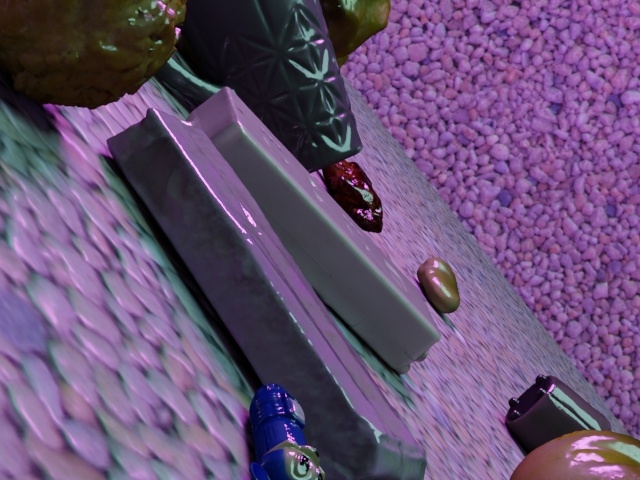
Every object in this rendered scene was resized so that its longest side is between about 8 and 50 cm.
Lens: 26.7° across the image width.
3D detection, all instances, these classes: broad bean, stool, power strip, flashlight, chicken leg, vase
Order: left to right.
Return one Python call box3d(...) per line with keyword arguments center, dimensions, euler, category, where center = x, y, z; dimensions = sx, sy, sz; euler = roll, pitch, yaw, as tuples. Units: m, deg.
box3d(center=(-0.071, -0.201, 1.283), dimensions=(0.251, 0.156, 0.301), euler=(-25, 93, -38), category="vase")
box3d(center=(-0.018, 0.108, 0.705), dimensions=(0.057, 0.035, 0.121), euler=(47, 10, -20), category="flashlight")
box3d(center=(0.000, 0.000, 1.170), dimensions=(0.338, 0.058, 0.098), euler=(47, 9, -28), category="power strip")
box3d(center=(0.032, -0.071, 1.651), dimensions=(0.089, 0.048, 0.219), euler=(49, 8, -31), category="chicken leg")
box3d(center=(0.156, 0.061, 1.759), dimensions=(0.063, 0.045, 0.083), euler=(41, 21, -43), category="broad bean")
box3d(center=(0.273, 0.215, 1.556), dimensions=(0.110, 0.096, 0.096), euler=(44, 9, -3), category="stool")

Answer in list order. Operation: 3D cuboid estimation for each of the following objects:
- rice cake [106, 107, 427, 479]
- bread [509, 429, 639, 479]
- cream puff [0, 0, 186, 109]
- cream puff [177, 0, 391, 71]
box3d(center=(-0.037, 0.036, 0.860), dimensions=(0.298, 0.050, 0.106), euler=(55, 9, 24), category="rice cake")
box3d(center=(0.241, 0.229, 1.142), dimensions=(0.156, 0.158, 0.261), euler=(47, 7, -5), category="bread")
box3d(center=(-0.140, -0.136, 0.820), dimensions=(0.144, 0.126, 0.103), euler=(-96, 163, -59), category="cream puff")
box3d(center=(-0.045, -0.290, 1.461), dimensions=(0.282, 0.282, 0.185), euler=(52, 16, 7), category="cream puff")
